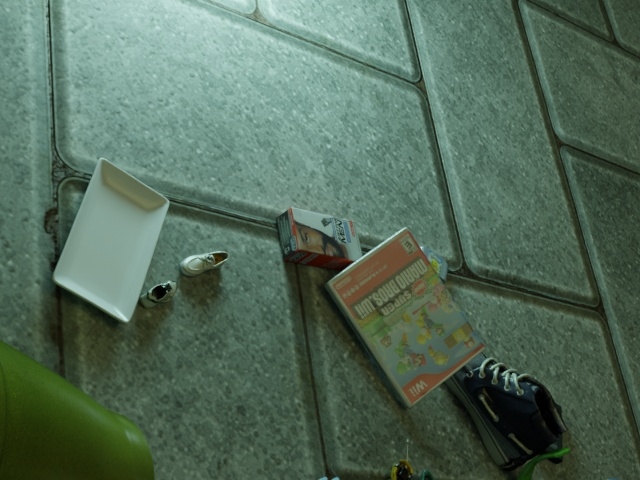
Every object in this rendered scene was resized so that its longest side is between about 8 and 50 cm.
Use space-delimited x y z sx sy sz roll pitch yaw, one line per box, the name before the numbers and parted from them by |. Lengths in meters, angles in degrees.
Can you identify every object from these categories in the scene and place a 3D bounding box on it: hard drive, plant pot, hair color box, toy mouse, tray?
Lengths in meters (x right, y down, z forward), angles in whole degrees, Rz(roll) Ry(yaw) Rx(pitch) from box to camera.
hard drive | 0.475 0.393 2.361 0.094 0.022 0.135 32 46 -26
plant pot | -0.400 0.286 1.341 0.353 0.366 0.367 28 46 -45
hair color box | 0.000 0.000 2.127 0.167 0.053 0.093 10 59 -40
toy mouse | 0.173 0.465 2.004 0.143 0.031 0.161 45 41 -13
tray | -0.340 0.001 1.806 0.145 0.030 0.270 35 44 -25

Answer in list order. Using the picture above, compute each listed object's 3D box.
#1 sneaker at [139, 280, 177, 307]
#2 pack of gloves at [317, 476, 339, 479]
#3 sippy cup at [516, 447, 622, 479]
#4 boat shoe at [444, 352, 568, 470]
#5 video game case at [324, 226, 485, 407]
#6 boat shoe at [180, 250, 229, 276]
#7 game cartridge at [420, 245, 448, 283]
sneaker | -0.257 0.085 1.826 0.032 0.037 0.083 54 38 1
pack of gloves | 0.016 0.509 1.806 0.195 0.046 0.232 45 47 5
sippy cup | 0.508 0.563 2.125 0.305 0.224 0.240 44 41 -14
boat shoe | 0.353 0.279 2.210 0.127 0.158 0.341 -30 88 -50
video game case | 0.163 0.146 2.133 0.204 0.025 0.285 -34 93 -21
boat shoe | -0.197 0.037 1.919 0.100 0.035 0.035 -10 72 -48
game cartridge | 0.237 0.049 2.360 0.083 0.017 0.056 36 40 -23
